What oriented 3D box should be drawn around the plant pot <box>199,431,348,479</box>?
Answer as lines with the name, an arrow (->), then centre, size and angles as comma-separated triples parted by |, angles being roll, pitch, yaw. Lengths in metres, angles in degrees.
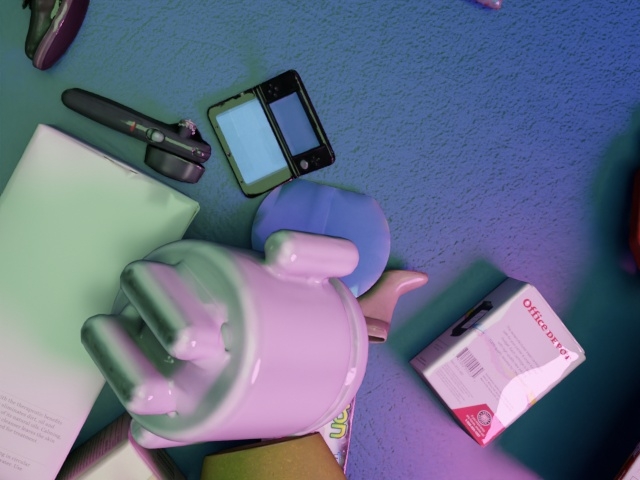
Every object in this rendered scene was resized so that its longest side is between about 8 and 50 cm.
plant pot -> -0.036, 0.372, 1.122 | 0.274, 0.275, 0.294 | -9, 82, -9

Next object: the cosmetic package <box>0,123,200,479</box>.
cosmetic package -> -0.305, 0.071, 1.126 | 0.197, 0.155, 0.366 | 29, 89, -12

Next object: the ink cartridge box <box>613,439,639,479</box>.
ink cartridge box -> 0.469, 0.264, 1.252 | 0.130, 0.272, 0.309 | 34, 94, 19

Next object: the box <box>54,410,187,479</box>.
box -> -0.309, 0.347, 1.156 | 0.311, 0.148, 0.121 | -37, 100, -3

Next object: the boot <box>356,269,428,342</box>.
boot -> 0.074, 0.082, 1.231 | 0.118, 0.042, 0.087 | -4, 60, 7

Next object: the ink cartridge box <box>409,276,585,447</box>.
ink cartridge box -> 0.222, 0.150, 1.264 | 0.175, 0.072, 0.127 | -39, 100, -4

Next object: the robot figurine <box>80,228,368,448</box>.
robot figurine -> -0.080, 0.108, 1.064 | 0.300, 0.353, 0.200 | -48, 60, 17

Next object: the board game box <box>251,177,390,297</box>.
board game box -> 0.000, 0.000, 1.229 | 0.168, 0.033, 0.133 | 14, 70, -1

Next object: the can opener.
can opener -> -0.213, -0.131, 1.172 | 0.186, 0.059, 0.073 | 26, 91, -11

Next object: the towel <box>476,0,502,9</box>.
towel -> 0.105, -0.476, 1.210 | 0.370, 0.040, 0.272 | 23, 92, -13

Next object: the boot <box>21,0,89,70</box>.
boot -> -0.369, -0.339, 1.125 | 0.228, 0.091, 0.263 | 14, 89, -5

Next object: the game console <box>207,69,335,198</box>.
game console -> -0.058, -0.125, 1.193 | 0.071, 0.107, 0.122 | -32, 101, -41

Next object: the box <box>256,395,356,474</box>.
box -> -0.016, 0.209, 1.247 | 0.114, 0.036, 0.207 | 8, 94, -10

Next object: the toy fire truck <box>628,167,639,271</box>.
toy fire truck -> 0.525, -0.044, 1.272 | 0.302, 0.169, 0.254 | -15, 73, -9
